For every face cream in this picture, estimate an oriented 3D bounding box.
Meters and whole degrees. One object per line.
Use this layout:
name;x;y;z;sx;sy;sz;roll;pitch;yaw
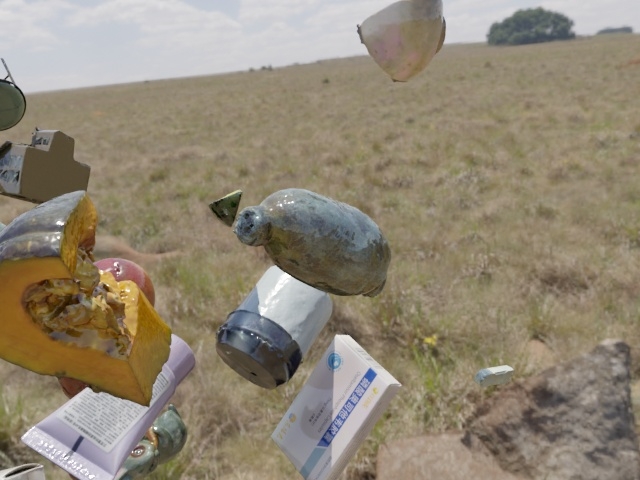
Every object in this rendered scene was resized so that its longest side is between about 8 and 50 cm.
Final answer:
face cream;-0.315;0.261;0.976;0.154;0.096;0.274;28;37;13

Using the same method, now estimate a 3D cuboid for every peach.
peach;-0.590;0.162;1.732;0.231;0.230;0.231;-6;15;2

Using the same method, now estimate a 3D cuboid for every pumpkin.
pumpkin;-0.253;0.072;0.616;0.126;0.247;0.131;-17;37;1

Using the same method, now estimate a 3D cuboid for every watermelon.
watermelon;-0.218;-0.075;1.488;0.092;0.075;0.181;-27;8;-7

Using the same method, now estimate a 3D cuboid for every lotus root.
lotus root;0.001;-0.002;1.095;0.350;0.174;0.175;26;-10;-41

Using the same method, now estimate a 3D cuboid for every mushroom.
mushroom;0.248;-0.508;1.541;0.236;0.162;0.173;-11;-3;-33

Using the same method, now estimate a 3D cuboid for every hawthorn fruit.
hawthorn fruit;-0.586;0.311;1.504;0.148;0.172;0.148;-26;22;12

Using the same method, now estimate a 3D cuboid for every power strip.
power strip;0.482;0.374;1.675;0.191;0.047;0.030;6;21;-46

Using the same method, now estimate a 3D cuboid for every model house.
model house;-0.668;-0.171;1.382;0.248;0.176;0.181;8;-5;32

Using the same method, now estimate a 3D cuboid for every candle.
candle;-0.099;0.195;1.550;0.221;0.221;0.342;5;44;36

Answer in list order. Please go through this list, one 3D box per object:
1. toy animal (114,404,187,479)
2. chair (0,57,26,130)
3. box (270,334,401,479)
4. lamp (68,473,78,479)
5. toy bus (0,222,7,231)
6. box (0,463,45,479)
toy animal;-0.381;0.475;1.351;0.108;0.138;0.236;-27;19;22
chair;-0.854;-0.349;1.577;0.170;0.159;0.326;-13;42;-38
box;0.032;0.435;1.537;0.200;0.343;0.065;40;13;35
lamp;-0.722;0.697;1.867;0.101;0.090;0.101;-23;-18;-8
toy bus;-0.821;0.070;1.275;0.199;0.343;0.183;35;32;-12
box;-0.476;0.505;0.849;0.173;0.332;0.145;-14;-11;-3
